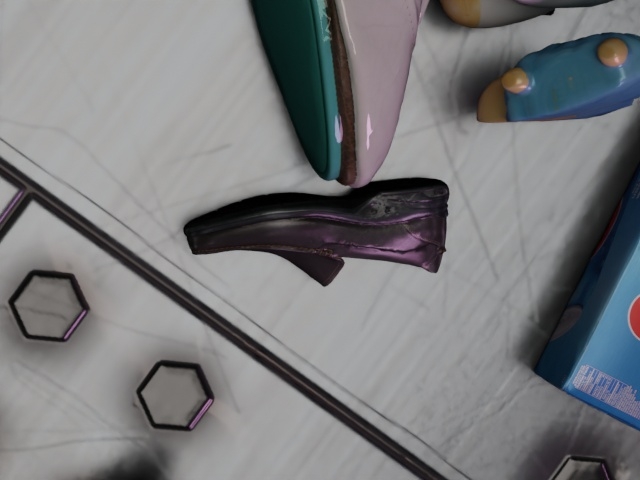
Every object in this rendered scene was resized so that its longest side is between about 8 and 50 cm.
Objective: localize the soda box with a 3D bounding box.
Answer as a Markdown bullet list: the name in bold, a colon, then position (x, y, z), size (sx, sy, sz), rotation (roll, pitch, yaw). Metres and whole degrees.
- **soda box**: position (0.220, 0.012, 1.000), size (0.067, 0.071, 0.210), rotation (28, 91, -9)

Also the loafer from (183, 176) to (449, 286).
- **loafer**: position (0.000, 0.000, 0.975), size (0.170, 0.062, 0.061), rotation (-6, 100, -6)

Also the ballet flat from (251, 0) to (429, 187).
- **ballet flat**: position (0.000, -0.235, 0.926), size (0.139, 0.139, 0.400), rotation (-20, 94, -6)

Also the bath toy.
- **bath toy**: position (0.135, -0.248, 0.941), size (0.151, 0.129, 0.348), rotation (-5, 92, 33)
